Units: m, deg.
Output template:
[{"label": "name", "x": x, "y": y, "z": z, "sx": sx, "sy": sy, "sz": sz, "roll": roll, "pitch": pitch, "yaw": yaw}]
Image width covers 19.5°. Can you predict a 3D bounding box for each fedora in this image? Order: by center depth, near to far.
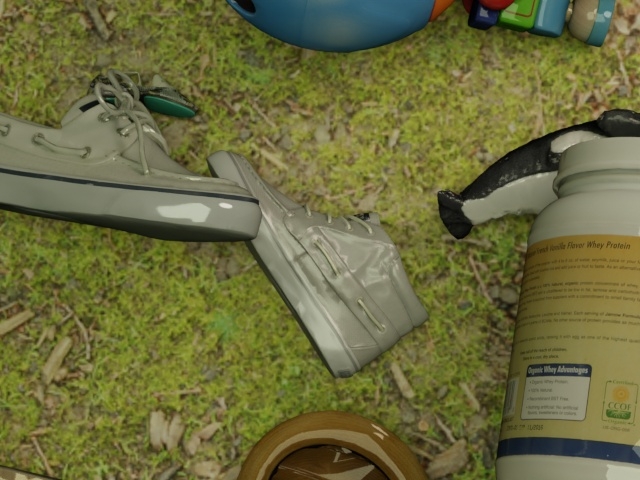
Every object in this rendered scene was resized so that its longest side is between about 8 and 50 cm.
[{"label": "fedora", "x": 0.014, "y": 0.255, "z": 1.826, "sx": 0.194, "sy": 0.079, "sz": 0.194, "roll": 0, "pitch": 90, "yaw": 1}]

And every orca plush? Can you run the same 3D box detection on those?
[{"label": "orca plush", "x": 0.259, "y": -0.066, "z": 1.819, "sx": 0.287, "sy": 0.102, "sz": 0.151, "roll": -22, "pitch": 118, "yaw": 18}]

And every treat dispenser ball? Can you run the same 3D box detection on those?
[{"label": "treat dispenser ball", "x": 0.019, "y": -0.319, "z": 1.738, "sx": 0.288, "sy": 0.288, "sz": 0.288, "roll": 0, "pitch": 88, "yaw": 6}]

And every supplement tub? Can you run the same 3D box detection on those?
[{"label": "supplement tub", "x": 0.284, "y": 0.087, "z": 1.641, "sx": 0.228, "sy": 0.228, "sz": 0.316, "roll": 8, "pitch": 78, "yaw": 6}]

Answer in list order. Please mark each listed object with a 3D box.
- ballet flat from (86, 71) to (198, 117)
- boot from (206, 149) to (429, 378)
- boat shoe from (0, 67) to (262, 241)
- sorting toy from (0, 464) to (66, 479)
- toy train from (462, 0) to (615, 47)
[{"label": "ballet flat", "x": -0.178, "y": -0.151, "z": 1.879, "sx": 0.114, "sy": 0.041, "sz": 0.041, "roll": 7, "pitch": 89, "yaw": 5}, {"label": "boot", "x": 0.000, "y": 0.000, "z": 1.840, "sx": 0.123, "sy": 0.095, "sz": 0.258, "roll": -32, "pitch": 90, "yaw": -6}, {"label": "boat shoe", "x": -0.212, "y": -0.093, "z": 1.811, "sx": 0.367, "sy": 0.136, "sz": 0.156, "roll": 9, "pitch": 85, "yaw": 30}, {"label": "sorting toy", "x": -0.320, "y": 0.360, "z": 1.850, "sx": 0.255, "sy": 0.089, "sz": 0.257, "roll": 12, "pitch": 90, "yaw": 6}, {"label": "toy train", "x": 0.235, "y": -0.316, "z": 1.816, "sx": 0.143, "sy": 0.105, "sz": 0.248, "roll": 14, "pitch": 89, "yaw": -4}]
